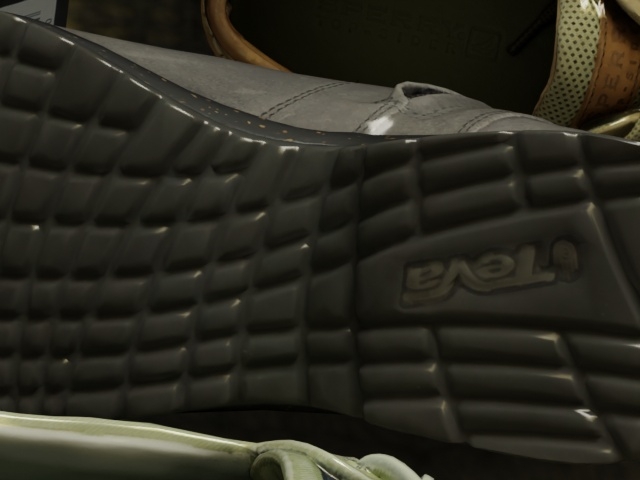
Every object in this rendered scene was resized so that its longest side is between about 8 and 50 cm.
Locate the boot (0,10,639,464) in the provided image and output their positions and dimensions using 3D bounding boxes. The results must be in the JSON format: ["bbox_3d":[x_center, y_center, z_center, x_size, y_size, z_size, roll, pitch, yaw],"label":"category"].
[{"bbox_3d":[0.000,0.000,0.636,0.338,0.118,0.222,15,8,21],"label":"boot"}]

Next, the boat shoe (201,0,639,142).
[{"bbox_3d":[0.107,-0.066,0.750,0.324,0.123,0.120,6,13,8],"label":"boat shoe"}]

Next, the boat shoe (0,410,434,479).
[{"bbox_3d":[-0.004,0.101,0.502,0.302,0.094,0.109,3,34,-12],"label":"boat shoe"}]

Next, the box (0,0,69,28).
[{"bbox_3d":[-0.181,-0.142,0.674,0.142,0.247,0.163,34,39,29],"label":"box"}]
